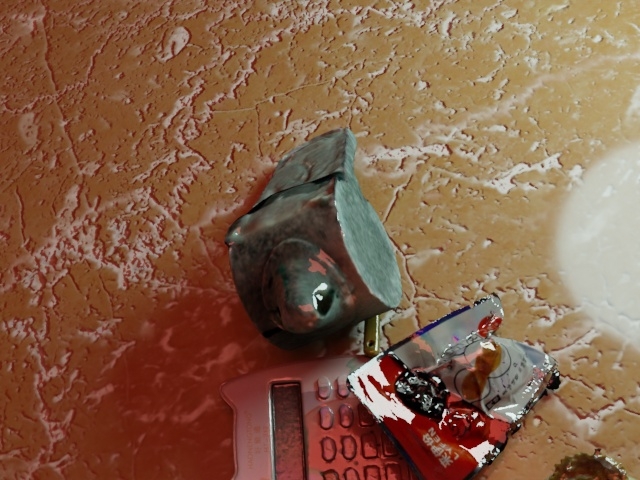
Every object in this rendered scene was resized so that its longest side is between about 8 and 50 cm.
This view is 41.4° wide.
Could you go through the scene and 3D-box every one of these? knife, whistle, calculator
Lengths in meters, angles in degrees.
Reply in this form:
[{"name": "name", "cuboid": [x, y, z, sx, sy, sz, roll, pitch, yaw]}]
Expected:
[{"name": "knife", "cuboid": [0.067, 0.054, 1.217, 0.046, 0.022, 0.256, -2, 51, 8]}, {"name": "whistle", "cuboid": [-0.016, -0.025, 1.176, 0.168, 0.188, 0.405, -25, 52, 20]}, {"name": "calculator", "cuboid": [0.032, 0.257, 1.108, 0.329, 0.048, 0.220, -5, 57, 2]}]

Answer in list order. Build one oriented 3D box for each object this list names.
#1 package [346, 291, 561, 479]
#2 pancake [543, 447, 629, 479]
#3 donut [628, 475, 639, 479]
[{"name": "package", "cuboid": [0.183, 0.184, 1.097, 0.269, 0.071, 0.194, -36, 69, -24]}, {"name": "pancake", "cuboid": [0.264, 0.348, 0.953, 0.257, 0.056, 0.212, -31, 33, 8]}, {"name": "donut", "cuboid": [0.354, 0.361, 0.976, 0.166, 0.065, 0.108, -45, 40, -20]}]
